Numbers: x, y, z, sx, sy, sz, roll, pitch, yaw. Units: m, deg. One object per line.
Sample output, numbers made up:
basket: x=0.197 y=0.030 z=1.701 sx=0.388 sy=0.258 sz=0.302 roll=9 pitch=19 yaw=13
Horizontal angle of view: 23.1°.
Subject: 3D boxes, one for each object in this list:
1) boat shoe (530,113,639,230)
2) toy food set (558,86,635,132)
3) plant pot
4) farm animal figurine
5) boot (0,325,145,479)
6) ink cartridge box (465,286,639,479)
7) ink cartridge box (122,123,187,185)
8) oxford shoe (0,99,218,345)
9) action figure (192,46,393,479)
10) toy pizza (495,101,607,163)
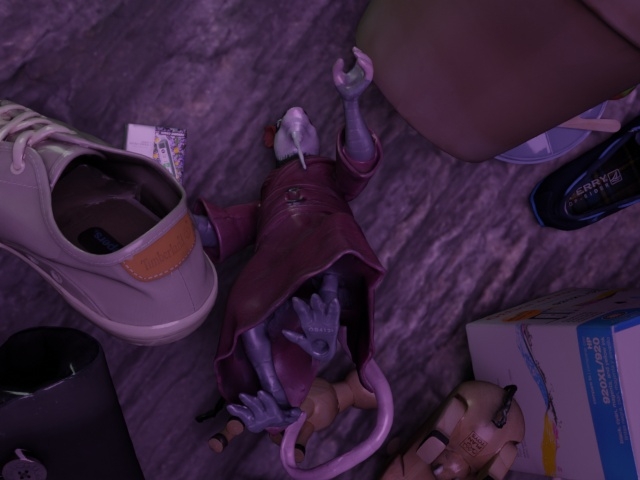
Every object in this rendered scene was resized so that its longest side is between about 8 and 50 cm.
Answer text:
boat shoe: x=0.358 y=-0.078 z=1.715 sx=0.258 sy=0.089 sz=0.109 roll=-36 pitch=101 yaw=-9
toy food set: x=0.303 y=-0.219 z=1.667 sx=0.128 sy=0.071 sz=0.217 roll=12 pitch=90 yaw=-15
plant pot: x=0.195 y=-0.235 z=1.524 sx=0.323 sy=0.323 sz=0.280 roll=41 pitch=117 yaw=-13
farm animal figurine: x=0.083 y=0.230 z=1.619 sx=0.327 sy=0.172 sz=0.330 roll=-29 pitch=104 yaw=33
boot: x=-0.165 y=0.264 z=1.475 sx=0.367 sy=0.146 sz=0.445 roll=-15 pitch=118 yaw=2
ink cartridge box: x=0.296 y=0.145 z=1.622 sx=0.171 sy=0.233 sz=0.168 roll=-15 pitch=96 yaw=-32
ink cartridge box: x=-0.175 y=-0.061 z=1.613 sx=0.063 sy=0.029 sz=0.115 roll=5 pitch=92 yaw=-15
oxford shoe: x=-0.273 y=-0.064 z=1.429 sx=0.169 sy=0.449 sz=0.130 roll=-41 pitch=147 yaw=-31
action figure: x=0.000 y=0.000 z=1.524 sx=0.248 sy=0.370 sz=0.275 roll=-25 pitch=124 yaw=18
toy pizza: x=0.222 y=-0.184 z=1.703 sx=0.201 sy=0.032 sz=0.201 roll=-1 pitch=94 yaw=-14
